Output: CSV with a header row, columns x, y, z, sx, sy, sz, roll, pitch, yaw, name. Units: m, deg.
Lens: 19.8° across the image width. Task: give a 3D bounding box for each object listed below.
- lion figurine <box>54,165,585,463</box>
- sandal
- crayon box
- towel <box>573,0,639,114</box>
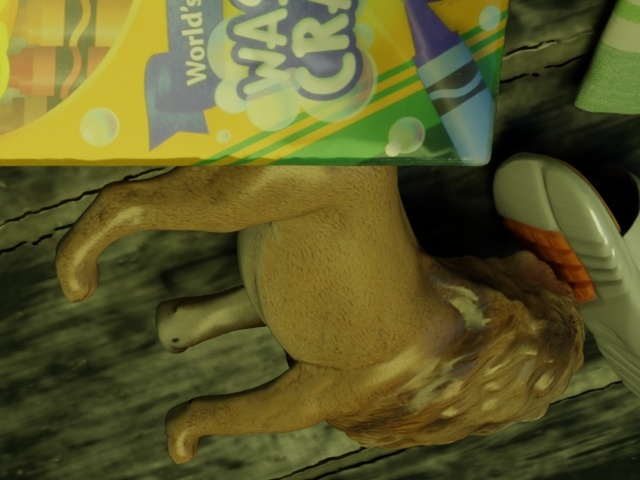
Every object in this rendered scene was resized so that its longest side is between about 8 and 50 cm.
x,y,z,sx,sy,sz,roll,pitch,yaw,name
0.000,0.000,0.985,0.240,0.142,0.392,-13,145,11,lion figurine
0.192,0.019,1.115,0.076,0.102,0.265,-48,131,-13,sandal
-0.077,-0.138,0.788,0.323,0.083,0.203,-1,111,-16,crayon box
0.293,-0.186,0.950,0.248,0.038,0.325,0,140,-15,towel
